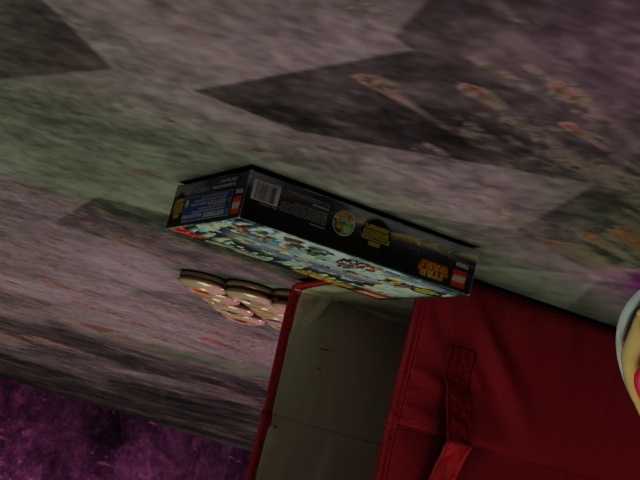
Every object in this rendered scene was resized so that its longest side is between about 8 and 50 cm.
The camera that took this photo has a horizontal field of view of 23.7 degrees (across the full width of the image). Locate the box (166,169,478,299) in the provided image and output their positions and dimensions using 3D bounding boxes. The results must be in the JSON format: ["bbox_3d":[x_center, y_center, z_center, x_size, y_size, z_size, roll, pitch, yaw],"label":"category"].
[{"bbox_3d":[0.000,0.000,0.794,0.137,0.027,0.094,19,169,-25],"label":"box"}]

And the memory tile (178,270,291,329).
[{"bbox_3d":[-0.038,0.052,1.143,0.113,0.012,0.148,11,168,15],"label":"memory tile"}]

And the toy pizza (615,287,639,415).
[{"bbox_3d":[0.222,0.098,0.733,0.201,0.032,0.201,36,153,22],"label":"toy pizza"}]

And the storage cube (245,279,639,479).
[{"bbox_3d":[0.082,0.134,0.955,0.193,0.184,0.215,18,168,-23],"label":"storage cube"}]
